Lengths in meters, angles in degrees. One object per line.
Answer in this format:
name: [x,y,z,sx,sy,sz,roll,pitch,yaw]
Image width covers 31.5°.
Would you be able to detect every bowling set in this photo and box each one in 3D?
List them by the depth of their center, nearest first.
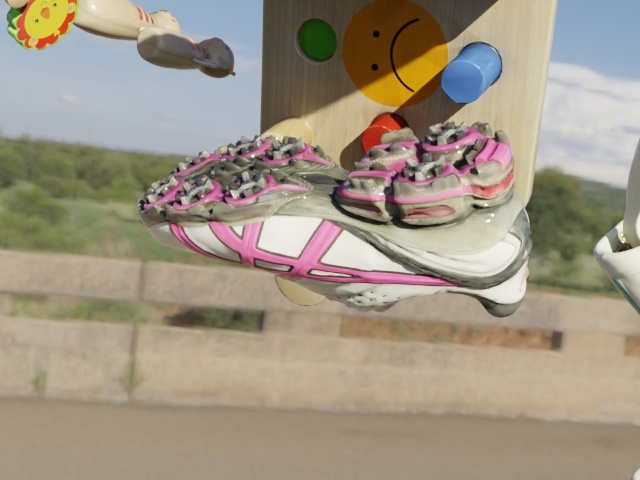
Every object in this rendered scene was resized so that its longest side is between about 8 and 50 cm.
bowling set: [-0.184,-0.295,1.193,0.287,0.200,0.154,30,14,29]

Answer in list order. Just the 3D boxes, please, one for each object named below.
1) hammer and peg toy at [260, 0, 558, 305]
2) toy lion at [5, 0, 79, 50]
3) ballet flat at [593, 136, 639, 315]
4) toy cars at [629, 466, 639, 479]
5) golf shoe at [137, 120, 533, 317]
hammer and peg toy: [0.073,-0.113,0.991,0.265,0.361,0.127,11,26,19]
toy lion: [-0.246,-0.222,1.021,0.034,0.100,0.096,38,-9,26]
ballet flat: [0.335,-0.116,0.853,0.139,0.400,0.139,30,-1,1]
toy cars: [0.208,0.290,0.909,0.087,0.394,0.176,40,-1,32]
golf shoe: [0.000,0.000,0.492,0.186,0.086,0.067,2,33,33]
